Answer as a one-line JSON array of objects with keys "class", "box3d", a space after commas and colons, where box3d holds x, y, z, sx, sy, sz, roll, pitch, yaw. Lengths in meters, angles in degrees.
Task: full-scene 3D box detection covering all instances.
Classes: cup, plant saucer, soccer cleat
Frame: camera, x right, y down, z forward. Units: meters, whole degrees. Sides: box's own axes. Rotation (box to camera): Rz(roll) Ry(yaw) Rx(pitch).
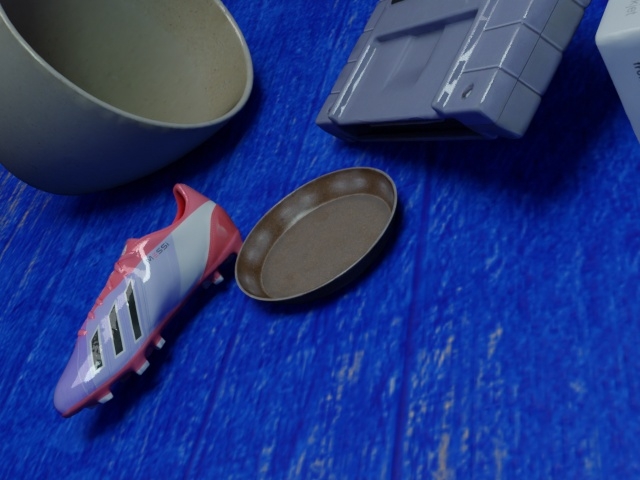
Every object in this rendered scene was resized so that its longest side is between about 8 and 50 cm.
[{"class": "cup", "box3d": [-0.280, -0.188, 1.225, 0.237, 0.331, 0.331, -47, 20, 37]}, {"class": "plant saucer", "box3d": [0.000, 0.000, 0.926, 0.168, 0.029, 0.168, -24, 33, 17]}, {"class": "soccer cleat", "box3d": [-0.170, 0.053, 0.938, 0.248, 0.095, 0.083, -49, 9, -27]}]

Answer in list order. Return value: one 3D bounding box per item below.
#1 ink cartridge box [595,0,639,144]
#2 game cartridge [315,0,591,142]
[{"class": "ink cartridge box", "box3d": [0.415, -0.189, 0.650, 0.395, 0.166, 0.285, -7, 41, 38]}, {"class": "game cartridge", "box3d": [0.118, -0.197, 0.900, 0.230, 0.068, 0.355, -67, 20, -4]}]
